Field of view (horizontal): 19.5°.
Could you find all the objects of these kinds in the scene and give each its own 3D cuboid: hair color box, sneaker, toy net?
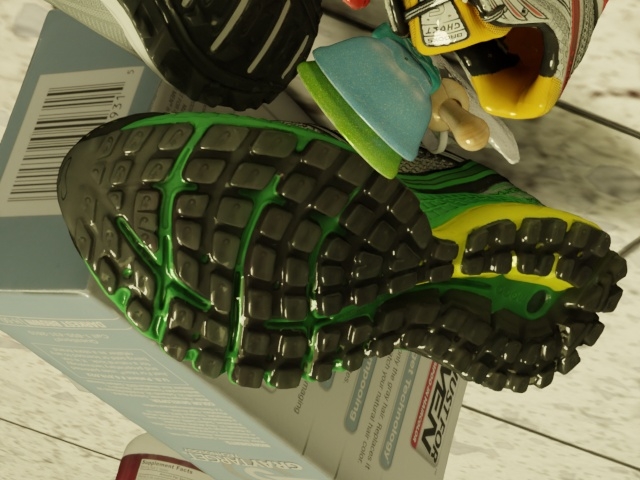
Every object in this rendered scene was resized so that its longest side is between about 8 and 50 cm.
[{"bbox_3d":[-0.043,0.034,1.133,0.113,0.185,0.374,0,152,35],"label":"hair color box"},{"bbox_3d":[0.062,-0.134,0.805,0.088,0.093,0.225,-1,150,37],"label":"sneaker"},{"bbox_3d":[-0.106,-0.152,0.901,0.271,0.100,0.108,28,-176,-37],"label":"sneaker"},{"bbox_3d":[0.036,-0.080,0.927,0.122,0.045,0.232,51,-169,16],"label":"toy net"},{"bbox_3d":[0.000,0.000,1.003,0.343,0.134,0.146,14,-164,-41],"label":"sneaker"}]

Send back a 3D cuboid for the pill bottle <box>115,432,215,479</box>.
[{"bbox_3d":[-0.125,0.239,1.604,0.121,0.221,0.121,13,157,6],"label":"pill bottle"}]

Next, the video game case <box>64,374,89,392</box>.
[{"bbox_3d":[-0.119,0.051,1.383,0.244,0.061,0.269,5,154,22],"label":"video game case"}]
